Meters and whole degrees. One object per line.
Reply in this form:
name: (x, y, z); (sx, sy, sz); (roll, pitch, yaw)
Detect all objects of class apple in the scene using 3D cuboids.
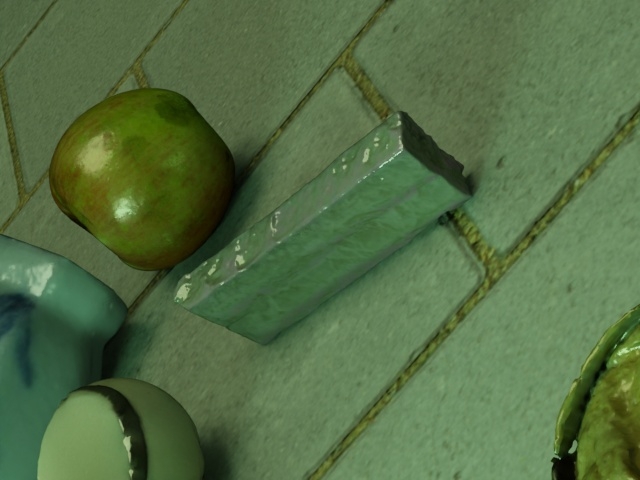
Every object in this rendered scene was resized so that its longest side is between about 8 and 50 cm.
apple: (-0.186, -0.069, 1.726); (0.196, 0.196, 0.196); (-38, 33, 30)

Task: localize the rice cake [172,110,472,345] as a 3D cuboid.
rice cake: (0.002, 0.000, 1.442); (0.298, 0.106, 0.050); (-36, 44, 32)

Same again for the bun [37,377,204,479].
bun: (-0.170, 0.210, 1.470); (0.173, 0.120, 0.172); (-8, 79, 45)

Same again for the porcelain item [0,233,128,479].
porcelain item: (-0.372, 0.200, 1.685); (0.243, 0.178, 0.405); (16, 71, 37)

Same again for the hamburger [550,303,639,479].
hamburger: (0.251, 0.131, 0.887); (0.265, 0.134, 0.284); (-25, 47, 40)
